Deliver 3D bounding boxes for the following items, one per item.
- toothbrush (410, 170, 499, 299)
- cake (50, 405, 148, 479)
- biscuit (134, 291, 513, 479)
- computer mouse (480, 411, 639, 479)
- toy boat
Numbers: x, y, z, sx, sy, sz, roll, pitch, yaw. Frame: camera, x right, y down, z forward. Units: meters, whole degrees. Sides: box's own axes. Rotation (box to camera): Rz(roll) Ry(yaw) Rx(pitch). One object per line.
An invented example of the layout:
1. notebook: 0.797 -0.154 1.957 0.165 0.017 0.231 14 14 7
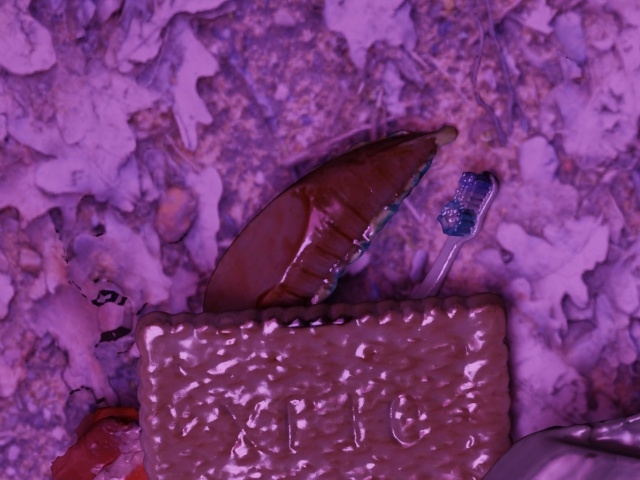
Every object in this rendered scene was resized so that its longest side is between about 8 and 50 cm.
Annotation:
1. toothbrush: 0.049 0.119 1.568 0.042 0.040 0.418 38 110 31
2. cake: -0.130 0.273 1.603 0.135 0.098 0.287 -32 85 17
3. biscuit: 0.005 0.154 1.526 0.325 0.044 0.217 -4 105 -1
4. computer mouse: 0.325 0.271 1.443 0.429 0.145 0.228 19 94 2
5. toy boat: -0.005 -0.004 1.540 0.293 0.099 0.108 -48 55 17
